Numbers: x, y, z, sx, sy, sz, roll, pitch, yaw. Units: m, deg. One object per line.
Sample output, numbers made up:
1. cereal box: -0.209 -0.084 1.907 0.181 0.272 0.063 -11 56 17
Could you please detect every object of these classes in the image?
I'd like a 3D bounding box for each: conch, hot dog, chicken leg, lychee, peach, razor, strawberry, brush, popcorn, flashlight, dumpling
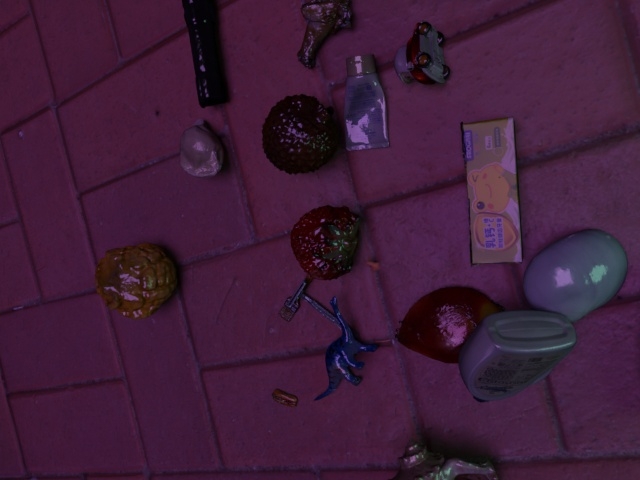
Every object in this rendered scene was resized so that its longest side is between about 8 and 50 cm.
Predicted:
1. conch: 0.542 0.080 1.021 0.185 0.121 0.221 34 106 -14
2. hot dog: -0.105 0.455 1.395 0.084 0.021 0.037 10 99 22
3. chicken leg: -0.003 -0.539 1.215 0.196 0.080 0.125 -38 92 24
4. lychee: -0.045 -0.264 1.201 0.238 0.200 0.199 -29 83 42
5. peach: 0.300 0.212 1.160 0.280 0.068 0.188 -21 85 25
6. conch: 0.297 0.612 1.146 0.264 0.186 0.323 -22 99 8
7. razor: 0.016 0.199 1.307 0.211 0.036 0.084 35 103 9
8. strawberry: 0.000 0.000 1.221 0.202 0.184 0.186 15 139 44
9. brush: -0.062 0.153 1.348 0.043 0.014 0.169 37 108 13
10. popcorn: -0.564 0.123 1.485 0.251 0.190 0.249 -3 82 23
11. flashlight: -0.332 -0.582 1.351 0.103 0.103 0.423 -6 94 25
12. dumpling: -0.346 -0.256 1.384 0.136 0.118 0.198 -30 61 22

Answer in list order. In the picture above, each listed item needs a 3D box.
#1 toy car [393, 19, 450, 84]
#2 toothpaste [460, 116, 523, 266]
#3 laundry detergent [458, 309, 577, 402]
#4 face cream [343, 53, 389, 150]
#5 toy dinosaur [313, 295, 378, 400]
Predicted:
1. toy car: 0.223 -0.419 1.116 0.112 0.112 0.139 -9 82 41
2. toothpaste: 0.384 -0.108 1.082 0.111 0.077 0.326 -4 94 23
3. laundry detergent: 0.408 0.271 1.053 0.215 0.105 0.280 -3 134 -6
4. face cream: 0.107 -0.338 1.201 0.114 0.070 0.223 0 108 25
5. toy dinosaur: 0.064 0.314 1.265 0.145 0.076 0.328 18 113 26
